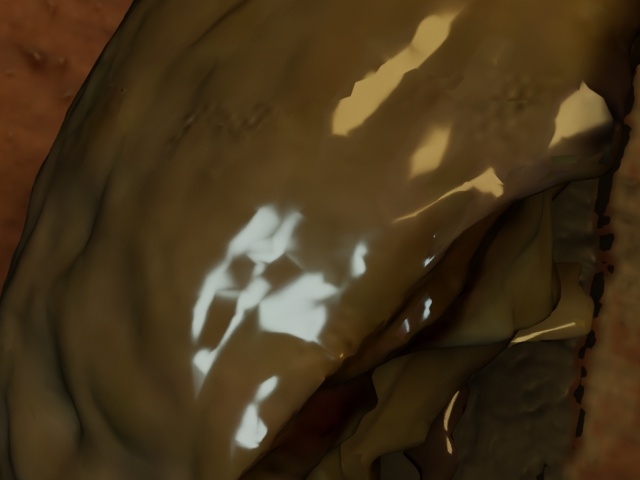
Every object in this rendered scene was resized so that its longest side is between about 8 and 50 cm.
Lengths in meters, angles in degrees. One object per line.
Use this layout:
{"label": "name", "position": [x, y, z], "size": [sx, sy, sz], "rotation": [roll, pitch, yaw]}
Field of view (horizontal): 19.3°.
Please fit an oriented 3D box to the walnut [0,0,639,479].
{"label": "walnut", "position": [-0.001, -0.001, 0.447], "size": [0.141, 0.204, 0.238], "rotation": [19, 65, 6]}
